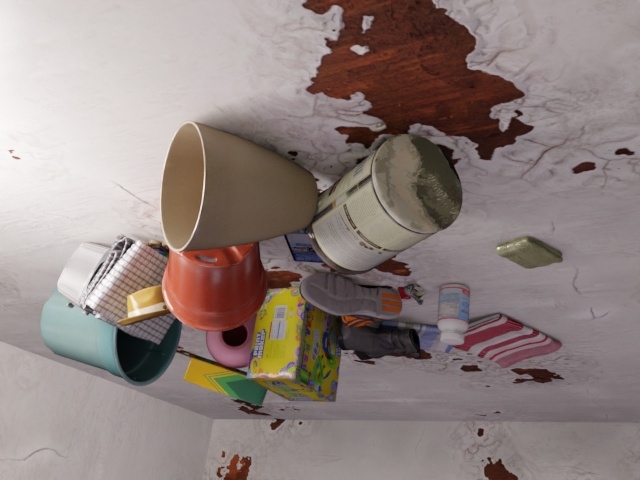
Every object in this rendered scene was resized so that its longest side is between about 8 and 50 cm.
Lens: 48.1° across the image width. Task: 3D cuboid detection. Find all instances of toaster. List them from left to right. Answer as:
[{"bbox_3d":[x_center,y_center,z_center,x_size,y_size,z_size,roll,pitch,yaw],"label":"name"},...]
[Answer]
[{"bbox_3d":[-0.636,0.097,2.030,0.147,0.226,0.129,16,164,33],"label":"toaster"}]

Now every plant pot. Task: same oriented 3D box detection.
[{"bbox_3d":[-0.675,0.267,2.285,0.334,0.340,0.341,5,157,24],"label":"plant pot"},{"bbox_3d":[-0.259,0.044,1.752,0.273,0.272,0.265,8,148,-2],"label":"plant pot"},{"bbox_3d":[-0.154,-0.094,1.453,0.274,0.256,0.256,6,159,-30],"label":"plant pot"}]

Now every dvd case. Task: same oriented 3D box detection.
[{"bbox_3d":[0.000,0.000,1.839,0.181,0.022,0.253,4,156,10],"label":"dvd case"}]

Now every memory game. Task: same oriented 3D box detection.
[{"bbox_3d":[-0.438,0.042,2.066,0.186,0.012,0.186,7,155,3],"label":"memory game"}]

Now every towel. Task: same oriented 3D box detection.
[{"bbox_3d":[-0.504,0.135,1.987,0.121,0.235,0.284,28,171,41],"label":"towel"},{"bbox_3d":[0.334,0.331,2.452,0.285,0.034,0.209,8,155,0],"label":"towel"},{"bbox_3d":[0.594,0.333,2.341,0.329,0.037,0.237,25,141,-33],"label":"towel"},{"bbox_3d":[0.513,0.034,1.760,0.148,0.027,0.110,24,150,-33],"label":"towel"}]

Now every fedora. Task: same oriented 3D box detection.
[{"bbox_3d":[-0.446,0.165,1.883,0.195,0.079,0.194,-17,176,-1],"label":"fedora"}]

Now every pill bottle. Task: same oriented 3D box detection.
[{"bbox_3d":[0.374,0.209,2.019,0.087,0.160,0.087,6,156,3],"label":"pill bottle"}]

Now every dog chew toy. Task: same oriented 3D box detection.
[{"bbox_3d":[-0.282,0.349,2.483,0.207,0.206,0.332,7,163,0],"label":"dog chew toy"}]

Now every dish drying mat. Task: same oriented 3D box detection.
[{"bbox_3d":[0.249,0.157,2.125,0.032,0.008,0.083,2,155,14],"label":"dish drying mat"}]

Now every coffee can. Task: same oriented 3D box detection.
[{"bbox_3d":[0.122,-0.065,1.446,0.202,0.201,0.275,18,153,-23],"label":"coffee can"}]

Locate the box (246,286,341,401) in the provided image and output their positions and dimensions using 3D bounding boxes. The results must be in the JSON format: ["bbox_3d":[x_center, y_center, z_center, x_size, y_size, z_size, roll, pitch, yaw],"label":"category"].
[{"bbox_3d":[-0.068,0.333,2.261,0.177,0.289,0.279,-6,151,27],"label":"box"}]

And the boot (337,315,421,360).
[{"bbox_3d":[0.197,0.308,2.319,0.223,0.118,0.338,-6,160,22],"label":"boot"}]

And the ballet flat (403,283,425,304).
[{"bbox_3d":[0.282,0.156,2.083,0.041,0.041,0.114,-8,153,30],"label":"ballet flat"}]

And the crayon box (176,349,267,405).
[{"bbox_3d":[-0.339,0.461,2.420,0.323,0.083,0.203,20,172,-3],"label":"crayon box"}]

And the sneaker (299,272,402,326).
[{"bbox_3d":[0.066,0.195,2.122,0.321,0.124,0.180,17,153,-19],"label":"sneaker"}]
